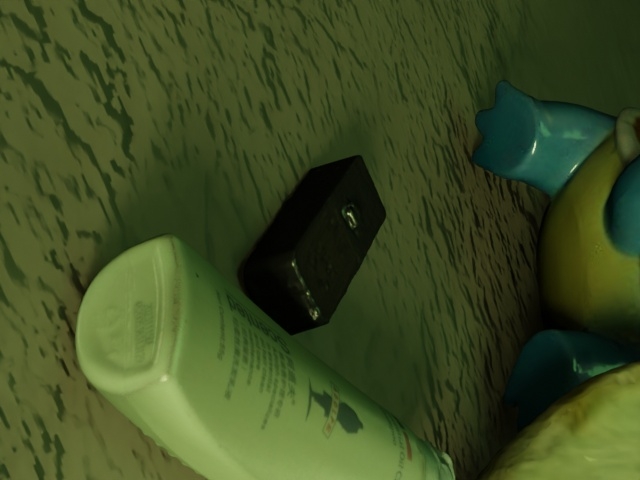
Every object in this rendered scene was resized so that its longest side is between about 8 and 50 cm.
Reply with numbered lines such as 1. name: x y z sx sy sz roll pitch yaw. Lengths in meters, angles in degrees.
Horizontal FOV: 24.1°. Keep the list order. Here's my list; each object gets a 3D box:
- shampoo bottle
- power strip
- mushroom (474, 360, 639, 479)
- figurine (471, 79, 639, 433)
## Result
1. shampoo bottle: -0.013 0.068 0.568 0.212 0.049 0.072 39 37 -52
2. power strip: 0.000 0.000 0.659 0.038 0.029 0.111 64 27 -20
3. mushroom: 0.139 0.228 0.721 0.217 0.212 0.292 112 -25 -47
4. figurine: 0.214 0.017 0.928 0.416 0.243 0.298 71 5 -62
